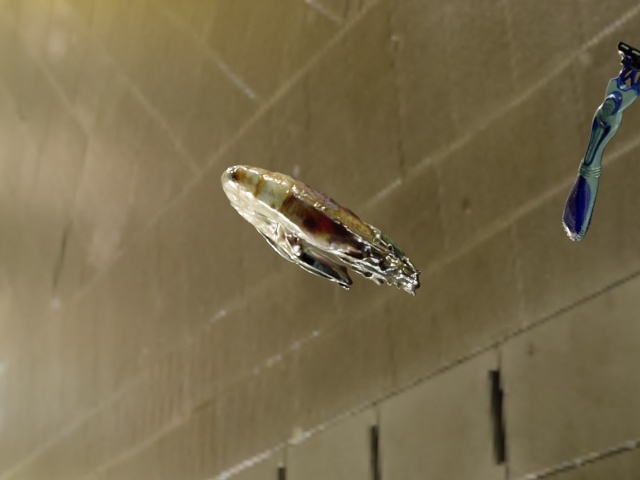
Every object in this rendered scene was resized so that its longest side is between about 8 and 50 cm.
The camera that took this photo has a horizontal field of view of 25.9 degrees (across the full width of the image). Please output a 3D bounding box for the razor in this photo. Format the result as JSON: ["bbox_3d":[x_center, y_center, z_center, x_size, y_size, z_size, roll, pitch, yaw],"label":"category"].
[{"bbox_3d":[0.201,-0.065,1.005,0.044,0.028,0.154,37,124,33],"label":"razor"}]

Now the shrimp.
[{"bbox_3d":[0.000,0.000,2.083,0.071,0.365,0.233,-53,-23,-20],"label":"shrimp"}]
